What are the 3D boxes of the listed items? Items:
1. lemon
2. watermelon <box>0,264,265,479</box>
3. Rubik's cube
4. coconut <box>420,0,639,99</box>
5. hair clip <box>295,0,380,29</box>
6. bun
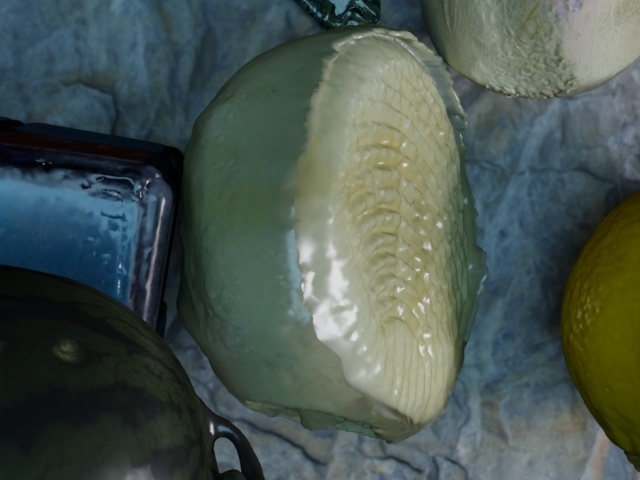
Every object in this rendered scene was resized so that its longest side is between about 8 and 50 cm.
[{"bbox_3d":[0.356,0.074,0.908,0.293,0.293,0.293,-1,99,-5],"label":"lemon"},{"bbox_3d":[-0.209,0.151,0.550,0.359,0.279,0.279,-16,100,-4],"label":"watermelon"},{"bbox_3d":[-0.290,0.058,0.827,0.318,0.316,0.313,9,98,-7],"label":"Rubik's cube"},{"bbox_3d":[0.187,-0.247,0.852,0.227,0.227,0.230,-21,137,-1],"label":"coconut"},{"bbox_3d":[-0.032,-0.271,0.919,0.229,0.036,0.066,38,99,-29],"label":"hair clip"},{"bbox_3d":[-0.002,-0.002,0.855,0.202,0.364,0.364,-1,101,28],"label":"bun"}]
